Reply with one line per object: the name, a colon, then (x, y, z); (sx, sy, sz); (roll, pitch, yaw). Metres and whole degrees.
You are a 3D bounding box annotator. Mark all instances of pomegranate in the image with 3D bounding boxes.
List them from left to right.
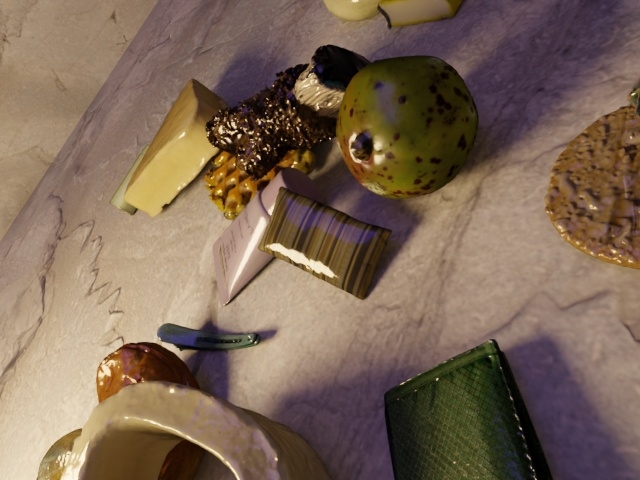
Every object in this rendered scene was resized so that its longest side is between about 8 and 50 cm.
pomegranate: (0.121, -0.174, 0.679); (0.198, 0.198, 0.246); (-17, 43, 36)

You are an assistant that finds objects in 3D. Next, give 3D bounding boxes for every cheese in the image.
cheese: (-0.159, 0.328, 0.551); (0.332, 0.153, 0.293); (17, 70, 33)
cheese: (-0.330, -0.247, 1.180); (0.384, 0.104, 0.384); (-37, 35, 32)

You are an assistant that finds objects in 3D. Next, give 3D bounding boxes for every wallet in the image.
wallet: (0.143, 0.233, 0.470); (0.160, 0.055, 0.236); (-34, 38, 27)

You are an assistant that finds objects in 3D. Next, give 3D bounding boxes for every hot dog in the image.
hot dog: (-0.278, 0.306, 0.775); (0.196, 0.122, 0.272); (-40, 58, 17)

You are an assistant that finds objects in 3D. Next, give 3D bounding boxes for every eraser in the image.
eraser: (0.221, -0.522, 0.917); (0.157, 0.069, 0.226); (13, 73, 47)

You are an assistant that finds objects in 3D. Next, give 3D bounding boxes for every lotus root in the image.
lotus root: (-0.473, 0.424, 0.904); (0.192, 0.088, 0.113); (-32, 51, 24)

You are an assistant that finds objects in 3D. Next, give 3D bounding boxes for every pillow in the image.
pillow: (0.000, 0.000, 0.732); (0.203, 0.038, 0.113); (25, 97, 27)

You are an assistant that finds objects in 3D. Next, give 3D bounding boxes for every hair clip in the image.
hair clip: (-0.184, 0.170, 0.839); (0.229, 0.070, 0.039); (-7, 54, 33)

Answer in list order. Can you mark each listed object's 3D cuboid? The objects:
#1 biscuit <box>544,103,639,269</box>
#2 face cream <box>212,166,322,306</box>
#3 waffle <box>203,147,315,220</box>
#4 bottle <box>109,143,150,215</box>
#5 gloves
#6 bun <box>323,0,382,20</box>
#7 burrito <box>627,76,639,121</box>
biscuit: (0.346, -0.063, 0.497); (0.219, 0.033, 0.220); (-23, 48, 28)
face cream: (-0.116, -0.013, 0.877); (0.274, 0.096, 0.154); (-43, 49, 29)
waffle: (-0.125, -0.178, 1.010); (0.324, 0.068, 0.302); (28, 83, 51)
bottle: (-0.524, -0.175, 1.389); (0.072, 0.072, 0.202); (16, 74, 48)
gloves: (-0.053, -0.206, 0.803); (0.312, 0.135, 0.210); (-15, 19, 41)
bun: (0.091, -0.598, 1.045); (0.229, 0.145, 0.230); (-22, 50, 28)
burrito: (0.395, -0.170, 0.457); (0.229, 0.089, 0.143); (-47, 33, -17)
